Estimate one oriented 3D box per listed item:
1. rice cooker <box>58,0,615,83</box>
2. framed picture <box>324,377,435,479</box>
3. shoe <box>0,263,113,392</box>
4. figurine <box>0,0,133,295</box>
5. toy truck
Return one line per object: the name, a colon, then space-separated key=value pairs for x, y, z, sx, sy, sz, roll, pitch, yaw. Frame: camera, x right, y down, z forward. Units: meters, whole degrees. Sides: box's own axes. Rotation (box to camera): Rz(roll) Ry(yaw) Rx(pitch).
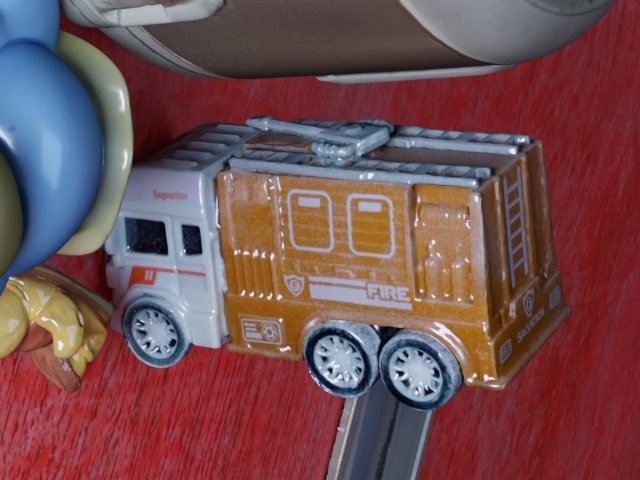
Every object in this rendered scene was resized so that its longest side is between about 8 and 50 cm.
rice cooker: x=0.002 y=-0.244 z=0.935 sx=0.335 sy=0.325 sz=0.335 roll=-3 pitch=93 yaw=-52
framed picture: x=0.071 y=0.166 z=1.616 sx=0.213 sy=0.016 sz=0.289 roll=21 pitch=83 yaw=-64
shoe: x=-0.174 y=0.051 z=1.003 sx=0.109 sy=0.072 sz=0.069 roll=36 pitch=64 yaw=-62
figurine: x=-0.188 y=-0.051 z=0.836 sx=0.262 sy=0.154 sz=0.180 roll=17 pitch=61 yaw=-77
toy truck: x=0.000 y=0.000 z=1.077 sx=0.136 sy=0.305 sz=0.162 roll=-37 pitch=127 yaw=-52
